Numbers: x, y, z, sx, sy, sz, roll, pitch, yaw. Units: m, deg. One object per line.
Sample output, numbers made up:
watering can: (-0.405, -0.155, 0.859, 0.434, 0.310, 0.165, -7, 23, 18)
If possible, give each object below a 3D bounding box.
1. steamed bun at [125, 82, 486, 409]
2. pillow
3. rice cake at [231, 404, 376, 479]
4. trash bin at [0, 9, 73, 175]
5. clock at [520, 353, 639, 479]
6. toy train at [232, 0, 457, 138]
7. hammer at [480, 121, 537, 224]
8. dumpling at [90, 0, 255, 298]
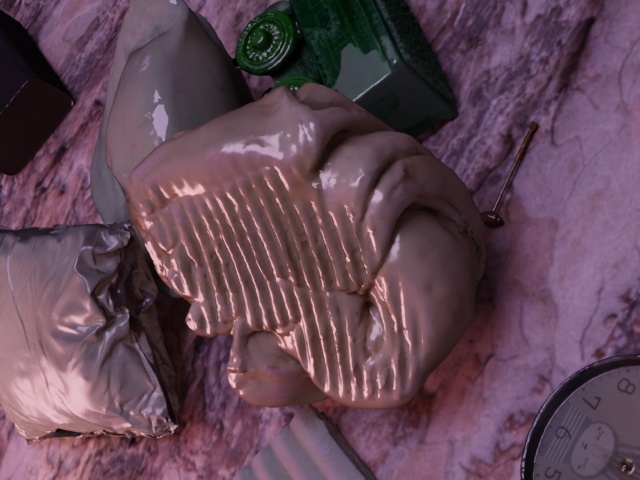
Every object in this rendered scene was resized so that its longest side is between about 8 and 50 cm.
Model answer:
steamed bun: (0.000, 0.000, 1.620, 0.352, 0.339, 0.247, -18, 14, 28)
pillow: (-0.297, 0.115, 1.867, 0.310, 0.138, 0.283, -3, 101, 42)
rice cake: (-0.015, 0.290, 1.643, 0.189, 0.037, 0.198, -43, 48, 14)
trash bin: (-0.471, -0.220, 2.246, 0.165, 0.115, 0.225, -49, 50, 8)
clock: (0.283, 0.208, 1.429, 0.215, 0.042, 0.215, -19, 57, 32)
toy train: (0.019, -0.197, 1.792, 0.202, 0.145, 0.266, -35, 50, 17)
hammer: (0.204, -0.072, 1.661, 0.029, 0.014, 0.123, 20, 80, 35)
dumpling: (-0.158, -0.101, 1.854, 0.270, 0.212, 0.320, 116, 161, -52)
